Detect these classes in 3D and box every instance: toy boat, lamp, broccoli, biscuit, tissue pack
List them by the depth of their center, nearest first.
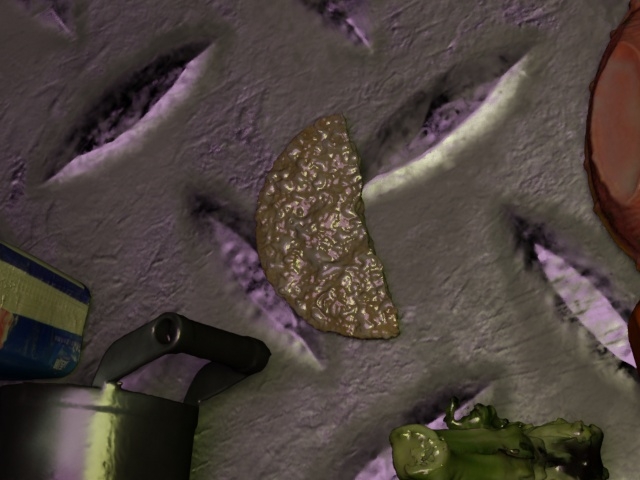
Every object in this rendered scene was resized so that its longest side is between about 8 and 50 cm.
[{"bbox_3d":[0.150,0.216,1.643,0.165,0.304,0.146,6,79,32],"label":"broccoli"},{"bbox_3d":[-0.224,0.264,1.773,0.374,0.205,0.272,-22,67,26],"label":"lamp"},{"bbox_3d":[0.325,-0.110,1.782,0.141,0.099,0.318,-13,72,40],"label":"toy boat"},{"bbox_3d":[-0.379,0.073,1.825,0.209,0.269,0.137,0,77,14],"label":"tissue pack"},{"bbox_3d":[-0.004,-0.002,1.871,0.133,0.032,0.250,-17,75,12],"label":"biscuit"}]

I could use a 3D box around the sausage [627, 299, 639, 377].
[{"bbox_3d":[0.381,0.147,1.672,0.141,0.153,0.268,-13,77,-2],"label":"sausage"}]
